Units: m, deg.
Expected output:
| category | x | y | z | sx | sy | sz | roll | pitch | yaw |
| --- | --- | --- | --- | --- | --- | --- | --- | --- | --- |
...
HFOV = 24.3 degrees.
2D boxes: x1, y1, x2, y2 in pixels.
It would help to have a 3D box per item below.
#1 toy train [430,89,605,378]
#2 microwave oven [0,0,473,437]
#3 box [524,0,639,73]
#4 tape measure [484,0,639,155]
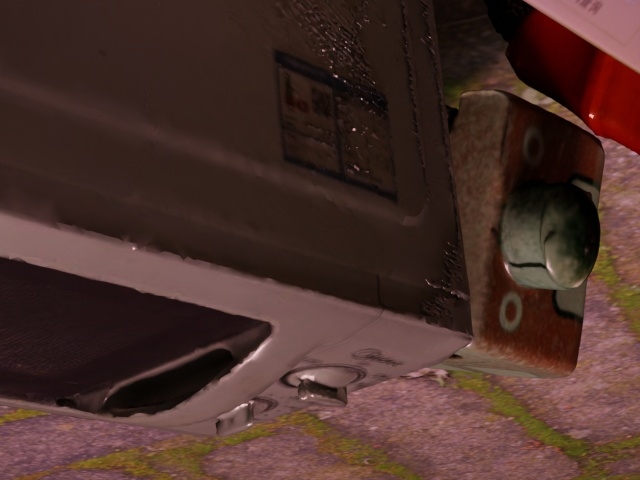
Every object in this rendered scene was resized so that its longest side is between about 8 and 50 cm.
| category | x | y | z | sx | sy | sz | roll | pitch | yaw |
| --- | --- | --- | --- | --- | --- | --- | --- | --- | --- |
| toy train | 0.000 | 0.000 | 0.729 | 0.326 | 0.129 | 0.159 | 1 | 171 | 39 |
| microwave oven | -0.113 | -0.059 | 0.534 | 0.181 | 0.237 | 0.295 | -25 | 151 | 39 |
| box | 0.000 | -0.151 | 0.429 | 0.260 | 0.175 | 0.062 | 21 | 112 | -46 |
| tape measure | 0.234 | -0.069 | 0.625 | 0.260 | 0.253 | 0.114 | 2 | 117 | -31 |
